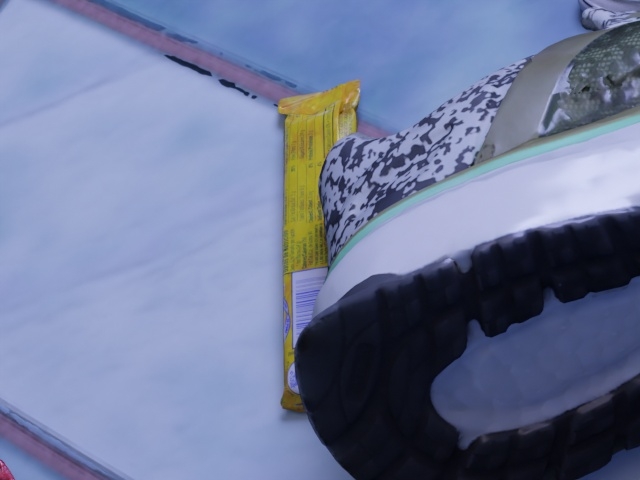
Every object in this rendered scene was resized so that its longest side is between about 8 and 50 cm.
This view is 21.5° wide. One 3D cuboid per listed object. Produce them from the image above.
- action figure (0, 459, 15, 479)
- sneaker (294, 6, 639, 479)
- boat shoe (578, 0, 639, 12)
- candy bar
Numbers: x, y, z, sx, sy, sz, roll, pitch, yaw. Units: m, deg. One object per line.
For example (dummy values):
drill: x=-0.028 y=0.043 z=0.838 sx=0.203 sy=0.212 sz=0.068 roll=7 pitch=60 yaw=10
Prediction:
action figure: x=-0.145 y=0.109 z=0.712 sx=0.038 sy=0.030 sz=0.115 roll=-31 pitch=60 yaw=-6
sneaker: x=0.167 y=-0.061 z=0.647 sx=0.410 sy=0.158 sz=0.182 roll=-22 pitch=41 yaw=0
boat shoe: x=0.159 y=-0.112 z=0.726 sx=0.100 sy=0.035 sz=0.035 roll=6 pitch=66 yaw=20
candy bar: x=0.000 y=0.000 z=0.728 sx=0.040 sy=0.018 sz=0.161 roll=-10 pitch=61 yaw=17
